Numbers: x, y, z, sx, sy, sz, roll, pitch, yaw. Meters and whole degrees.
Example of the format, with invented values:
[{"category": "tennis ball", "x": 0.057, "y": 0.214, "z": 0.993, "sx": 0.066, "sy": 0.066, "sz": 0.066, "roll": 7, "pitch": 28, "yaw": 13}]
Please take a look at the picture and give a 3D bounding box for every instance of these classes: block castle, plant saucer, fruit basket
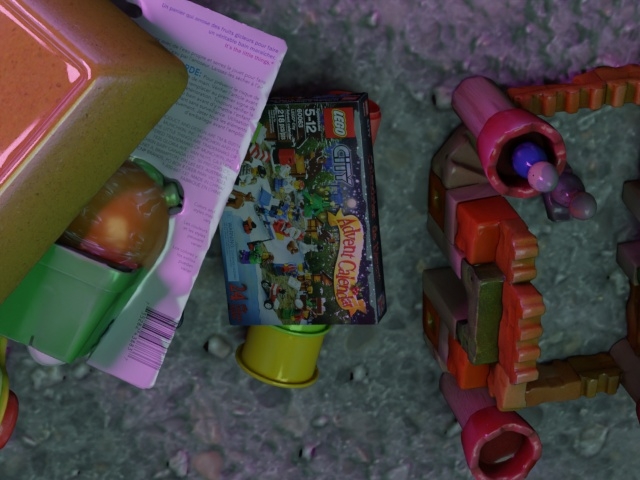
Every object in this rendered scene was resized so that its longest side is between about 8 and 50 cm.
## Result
[{"category": "block castle", "x": 0.287, "y": 0.041, "z": 1.971, "sx": 0.303, "sy": 0.213, "sz": 0.453, "roll": -8, "pitch": 122, "yaw": -14}, {"category": "plant saucer", "x": -0.343, "y": -0.130, "z": 1.604, "sx": 0.332, "sy": 0.081, "sz": 0.333, "roll": 41, "pitch": 91, "yaw": 4}, {"category": "fruit basket", "x": -0.240, "y": -0.081, "z": 1.715, "sx": 0.327, "sy": 0.165, "sz": 0.353, "roll": 22, "pitch": 92, "yaw": 5}]

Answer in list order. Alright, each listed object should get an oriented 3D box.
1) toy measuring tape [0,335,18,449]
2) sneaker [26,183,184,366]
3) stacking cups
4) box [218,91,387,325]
[{"category": "toy measuring tape", "x": -0.334, "y": 0.110, "z": 1.821, "sx": 0.121, "sy": 0.121, "sz": 0.330, "roll": 23, "pitch": 95, "yaw": -28}, {"category": "sneaker", "x": -0.209, "y": 0.062, "z": 1.854, "sx": 0.235, "sy": 0.153, "sz": 0.094, "roll": -43, "pitch": 121, "yaw": 9}, {"category": "stacking cups", "x": 0.000, "y": 0.000, "z": 1.926, "sx": 0.096, "sy": 0.096, "sz": 0.316, "roll": 9, "pitch": 115, "yaw": -23}, {"category": "box", "x": -0.023, "y": -0.030, "z": 1.851, "sx": 0.159, "sy": 0.044, "sz": 0.233, "roll": -1, "pitch": 106, "yaw": 16}]
